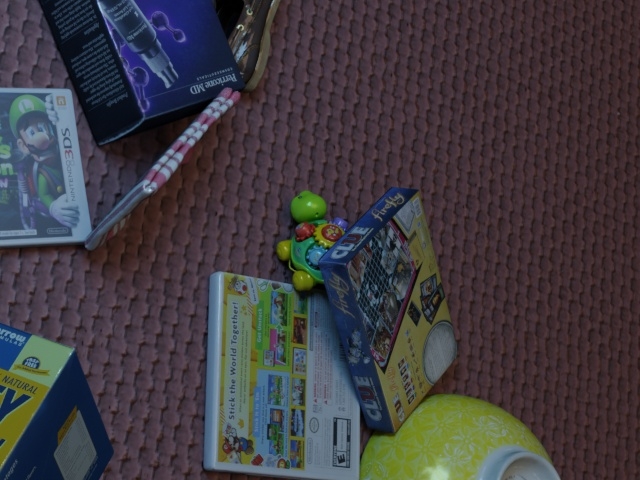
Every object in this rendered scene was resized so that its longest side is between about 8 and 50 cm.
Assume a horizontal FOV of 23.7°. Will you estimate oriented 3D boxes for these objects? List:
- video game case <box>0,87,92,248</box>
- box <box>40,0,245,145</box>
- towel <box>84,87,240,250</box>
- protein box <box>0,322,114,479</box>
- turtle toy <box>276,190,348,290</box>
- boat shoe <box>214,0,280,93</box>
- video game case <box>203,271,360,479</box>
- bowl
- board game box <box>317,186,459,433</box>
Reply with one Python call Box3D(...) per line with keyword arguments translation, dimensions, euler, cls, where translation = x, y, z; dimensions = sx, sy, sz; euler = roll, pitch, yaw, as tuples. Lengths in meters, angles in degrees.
Box3D(translation=(-0.338, -0.077, 1.609), dimensions=(0.190, 0.022, 0.173), euler=(-3, 80, -37), cls="video game case")
Box3D(translation=(-0.202, -0.230, 1.699), dimensions=(0.153, 0.108, 0.207), euler=(-25, 93, -39), cls="box")
Box3D(translation=(-0.168, -0.075, 1.647), dimensions=(0.029, 0.144, 0.197), euler=(42, 48, -7), cls="towel")
Box3D(translation=(-0.312, 0.208, 1.416), dimensions=(0.136, 0.201, 0.200), euler=(17, 58, 17), cls="protein box")
Box3D(translation=(0.000, 0.000, 1.804), dimensions=(0.095, 0.066, 0.130), euler=(-9, 51, -27), cls="turtle toy")
Box3D(translation=(-0.092, -0.281, 1.818), dimensions=(0.073, 0.073, 0.207), euler=(23, 64, -33), cls="boat shoe")
Box3D(translation=(-0.041, 0.162, 1.769), dimensions=(0.206, 0.026, 0.227), euler=(12, 72, -35), cls="video game case")
Box3D(translation=(0.200, 0.318, 1.826), dimensions=(0.289, 0.156, 0.290), euler=(11, 71, -35), cls="bowl")
Box3D(translation=(0.085, 0.082, 1.807), dimensions=(0.165, 0.042, 0.243), euler=(-44, 129, -41), cls="board game box")
